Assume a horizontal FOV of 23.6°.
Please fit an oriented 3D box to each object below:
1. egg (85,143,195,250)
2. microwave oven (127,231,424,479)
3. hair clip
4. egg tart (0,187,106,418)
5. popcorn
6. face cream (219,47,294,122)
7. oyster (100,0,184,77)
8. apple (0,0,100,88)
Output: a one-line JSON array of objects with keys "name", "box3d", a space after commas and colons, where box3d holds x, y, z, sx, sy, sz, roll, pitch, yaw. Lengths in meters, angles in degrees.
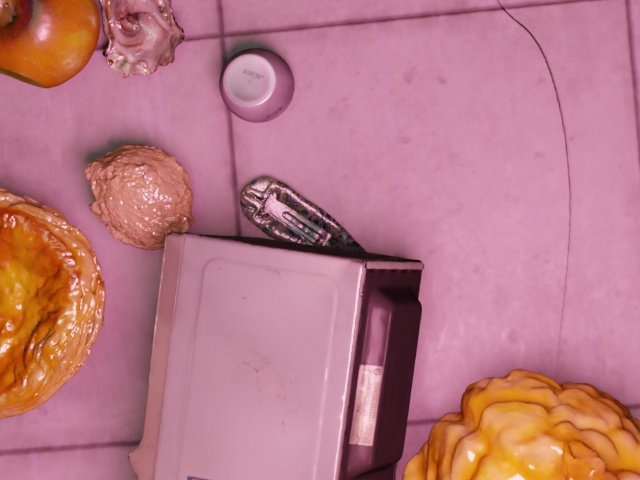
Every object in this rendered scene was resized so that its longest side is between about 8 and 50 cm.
[{"name": "egg", "box3d": [-0.216, -0.054, 1.867, 0.118, 0.116, 0.140, -36, 87, -24]}, {"name": "microwave oven", "box3d": [-0.040, 0.180, 1.781, 0.286, 0.218, 0.354, 7, 91, 24]}, {"name": "hair clip", "box3d": [0.000, 0.000, 1.885, 0.229, 0.036, 0.066, 35, 91, 10]}, {"name": "egg tart", "box3d": [-0.400, 0.076, 1.887, 0.295, 0.116, 0.294, 0, 93, 6]}, {"name": "popcorn", "box3d": [0.275, 0.318, 1.748, 0.382, 0.349, 0.349, -1, 90, -24]}, {"name": "face cream", "box3d": [-0.079, -0.190, 1.862, 0.091, 0.095, 0.091, 0, 91, 6]}, {"name": "oyster", "box3d": [-0.222, -0.288, 1.899, 0.108, 0.053, 0.165, -7, 97, 24]}, {"name": "apple", "box3d": [-0.351, -0.267, 1.864, 0.163, 0.147, 0.146, 21, 91, 7]}]
